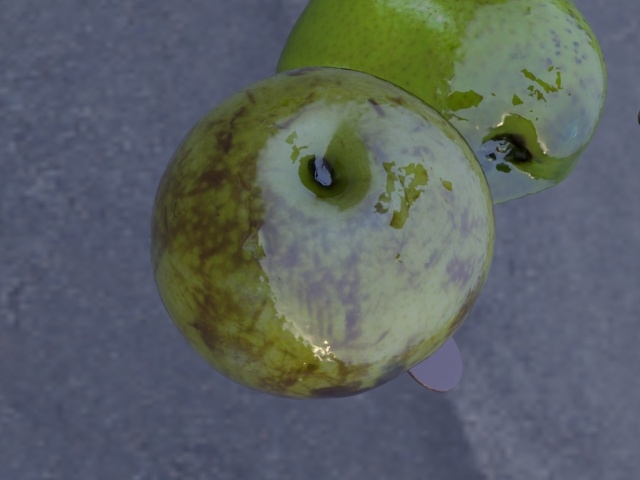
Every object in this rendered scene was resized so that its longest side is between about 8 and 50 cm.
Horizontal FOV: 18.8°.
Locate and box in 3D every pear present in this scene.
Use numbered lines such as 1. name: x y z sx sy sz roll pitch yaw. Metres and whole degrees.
1. pear: 0.000 0.000 1.524 0.283 0.283 0.284 7 81 -57
2. pear: 0.158 -0.176 2.041 0.342 0.318 0.239 -23 128 -26

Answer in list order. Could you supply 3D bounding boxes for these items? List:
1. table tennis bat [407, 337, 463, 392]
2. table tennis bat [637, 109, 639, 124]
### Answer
1. table tennis bat: 0.074 0.070 1.751 0.156 0.013 0.087 54 36 2
2. table tennis bat: 0.325 -0.171 1.211 0.198 0.321 0.050 47 14 13
